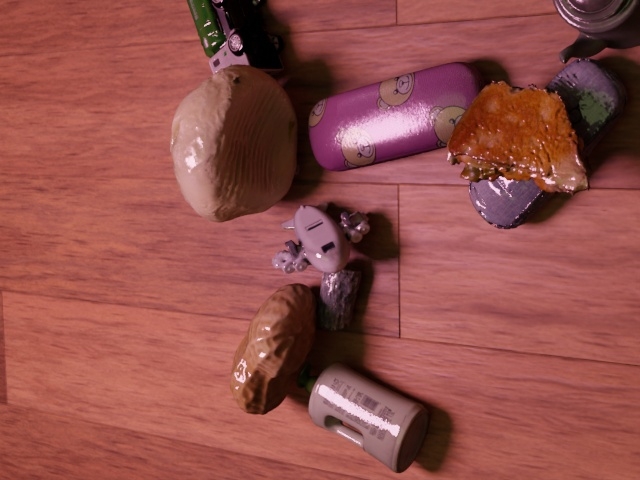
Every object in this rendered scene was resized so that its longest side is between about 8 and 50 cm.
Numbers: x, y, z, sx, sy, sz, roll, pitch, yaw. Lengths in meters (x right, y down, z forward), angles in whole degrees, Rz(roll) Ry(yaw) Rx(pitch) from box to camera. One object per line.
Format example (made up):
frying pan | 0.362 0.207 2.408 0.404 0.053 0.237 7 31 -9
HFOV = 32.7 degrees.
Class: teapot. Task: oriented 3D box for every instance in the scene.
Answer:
teapot | 0.376 -0.347 1.435 0.162 0.149 0.239 32 113 30

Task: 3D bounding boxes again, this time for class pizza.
pizza | 0.285 -0.138 1.499 0.226 0.069 0.147 13 80 33

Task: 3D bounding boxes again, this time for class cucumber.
cucumber | 0.028 0.092 1.790 0.064 0.064 0.112 20 107 32

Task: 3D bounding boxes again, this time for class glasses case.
glasses case | 0.115 -0.187 1.685 0.316 0.076 0.123 -11 89 36
glasses case | 0.320 -0.134 1.551 0.282 0.067 0.109 -50 63 27

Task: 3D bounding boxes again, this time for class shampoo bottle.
shampoo bottle | 0.057 0.274 1.777 0.234 0.087 0.118 25 109 31

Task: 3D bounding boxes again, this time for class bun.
bun | -0.152 -0.150 1.775 0.160 0.259 0.259 12 102 37

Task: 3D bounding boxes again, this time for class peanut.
peanut | -0.077 0.183 1.807 0.110 0.196 0.233 30 119 3

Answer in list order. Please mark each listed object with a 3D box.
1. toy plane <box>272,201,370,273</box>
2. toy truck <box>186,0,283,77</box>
toy plane | -0.001 -0.002 1.756 0.174 0.174 0.080 7 136 35
toy truck | -0.158 -0.372 1.845 0.125 0.101 0.242 -30 76 39
